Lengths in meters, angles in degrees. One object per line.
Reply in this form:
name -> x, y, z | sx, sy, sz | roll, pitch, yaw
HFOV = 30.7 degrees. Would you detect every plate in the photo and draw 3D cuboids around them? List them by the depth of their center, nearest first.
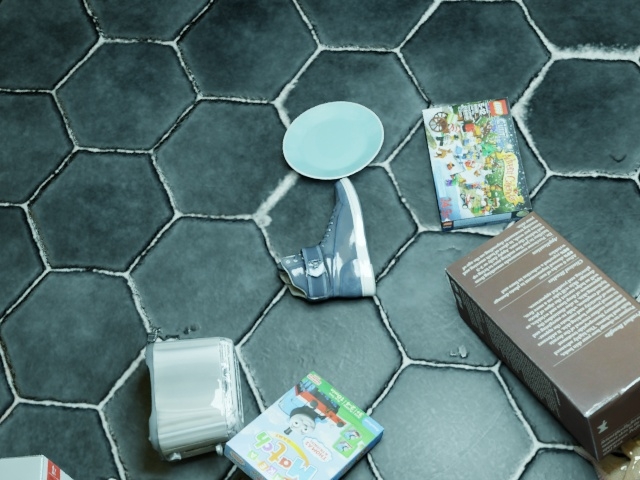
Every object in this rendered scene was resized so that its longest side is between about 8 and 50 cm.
plate -> 0.025, -0.179, 2.139 | 0.188, 0.024, 0.188 | -7, 53, 9

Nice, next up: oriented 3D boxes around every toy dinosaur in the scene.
toy dinosaur -> 0.524, 0.385, 1.778 | 0.296, 0.127, 0.200 | 9, 73, 17

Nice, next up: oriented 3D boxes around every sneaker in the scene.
sneaker -> 0.000, 0.000, 2.038 | 0.163, 0.086, 0.226 | -8, 65, 0

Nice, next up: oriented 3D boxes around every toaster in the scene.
toaster -> -0.208, 0.250, 1.927 | 0.146, 0.129, 0.227 | -7, 62, -1

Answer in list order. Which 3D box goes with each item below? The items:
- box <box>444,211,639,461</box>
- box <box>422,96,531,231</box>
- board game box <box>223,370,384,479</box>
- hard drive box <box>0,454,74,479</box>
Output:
box -> 0.384, 0.140, 1.833 | 0.191, 0.143, 0.381 | -32, 43, -8
box -> 0.278, -0.138, 2.091 | 0.159, 0.044, 0.233 | -9, 64, 3
board game box -> -0.025, 0.323, 1.873 | 0.160, 0.039, 0.211 | 37, 51, 21
hard drive box -> -0.453, 0.473, 1.821 | 0.089, 0.181, 0.232 | -6, 65, 4
